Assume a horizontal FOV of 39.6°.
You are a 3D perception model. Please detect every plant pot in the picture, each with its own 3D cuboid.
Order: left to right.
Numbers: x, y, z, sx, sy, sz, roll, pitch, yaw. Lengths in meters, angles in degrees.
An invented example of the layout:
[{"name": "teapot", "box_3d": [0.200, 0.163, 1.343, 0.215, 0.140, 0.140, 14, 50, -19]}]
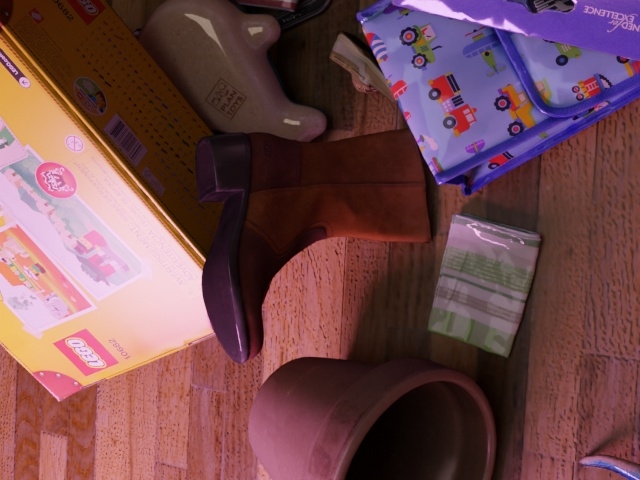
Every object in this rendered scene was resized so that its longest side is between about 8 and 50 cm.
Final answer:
[{"name": "plant pot", "box_3d": [0.035, 0.241, 1.042, 0.229, 0.263, 0.263, 18, 101, 47]}]

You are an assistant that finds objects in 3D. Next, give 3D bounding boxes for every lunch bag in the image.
[{"name": "lunch bag", "box_3d": [0.226, -0.218, 0.980, 0.293, 0.138, 0.220, -29, 77, 20]}]

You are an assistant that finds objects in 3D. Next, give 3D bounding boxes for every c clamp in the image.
[{"name": "c clamp", "box_3d": [-0.043, -0.354, 1.192, 0.161, 0.022, 0.137, -24, 84, 28]}]

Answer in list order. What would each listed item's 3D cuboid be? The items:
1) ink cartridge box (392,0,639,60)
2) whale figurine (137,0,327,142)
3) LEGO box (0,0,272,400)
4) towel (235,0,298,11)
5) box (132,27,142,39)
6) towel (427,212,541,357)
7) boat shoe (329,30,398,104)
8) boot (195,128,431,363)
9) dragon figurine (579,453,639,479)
[{"name": "ink cartridge box", "box_3d": [0.218, -0.324, 0.815, 0.304, 0.072, 0.307, 17, 124, 15]}, {"name": "whale figurine", "box_3d": [-0.112, -0.213, 1.190, 0.272, 0.141, 0.216, 37, 116, 0]}, {"name": "LEGO box", "box_3d": [-0.340, -0.069, 1.125, 0.373, 0.193, 0.500, -24, 117, 29]}, {"name": "towel", "box_3d": [-0.107, -0.483, 1.182, 0.237, 0.037, 0.328, 14, 102, 24]}, {"name": "box", "box_3d": [-0.276, -0.206, 1.230, 0.029, 0.162, 0.116, 12, 132, 28]}, {"name": "towel", "box_3d": [0.191, 0.052, 1.055, 0.113, 0.023, 0.152, 18, 100, 30]}, {"name": "boat shoe", "box_3d": [0.061, -0.208, 1.117, 0.135, 0.050, 0.045, 51, 118, 31]}, {"name": "boot", "box_3d": [0.000, 0.000, 1.048, 0.096, 0.281, 0.264, -23, 72, 61]}, {"name": "dragon figurine", "box_3d": [0.403, 0.275, 0.895, 0.289, 0.085, 0.144, -11, 85, 30]}]
